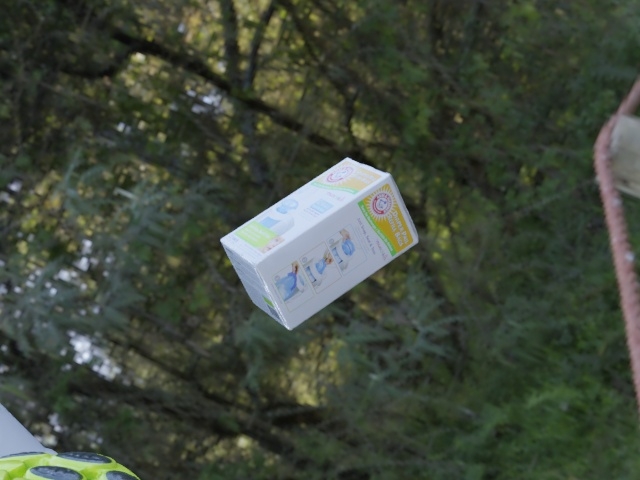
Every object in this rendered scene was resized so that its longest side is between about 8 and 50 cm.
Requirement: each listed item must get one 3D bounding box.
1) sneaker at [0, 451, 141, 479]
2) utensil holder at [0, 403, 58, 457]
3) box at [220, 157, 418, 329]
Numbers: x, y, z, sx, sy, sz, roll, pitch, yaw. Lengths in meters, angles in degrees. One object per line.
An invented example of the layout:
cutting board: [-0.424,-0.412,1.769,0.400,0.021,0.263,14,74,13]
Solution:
sneaker: [-0.111,0.221,0.664,0.109,0.295,0.124,-10,-58,-61]
utensil holder: [-0.523,0.234,1.222,0.327,0.385,0.327,-42,9,8]
box: [0.000,0.000,1.393,0.203,0.103,0.114,-33,27,-15]
